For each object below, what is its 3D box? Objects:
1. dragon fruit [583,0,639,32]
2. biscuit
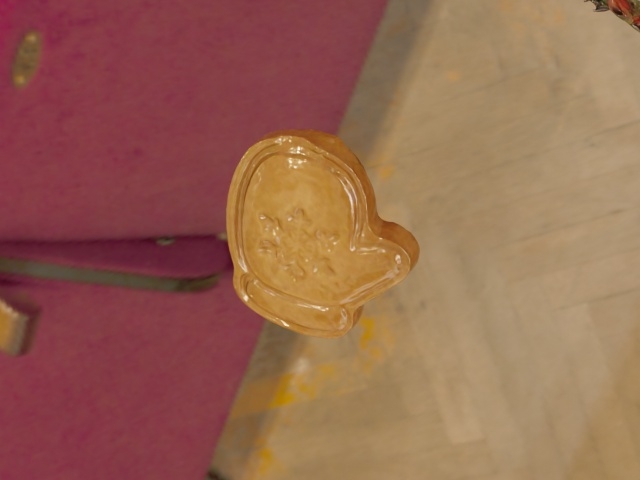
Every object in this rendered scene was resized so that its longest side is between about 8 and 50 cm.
[{"bbox_3d":[0.301,-0.250,1.112,0.182,0.188,0.182,1,96,7],"label":"dragon fruit"},{"bbox_3d":[-0.001,0.001,0.793,0.118,0.023,0.140,10,126,20],"label":"biscuit"}]
